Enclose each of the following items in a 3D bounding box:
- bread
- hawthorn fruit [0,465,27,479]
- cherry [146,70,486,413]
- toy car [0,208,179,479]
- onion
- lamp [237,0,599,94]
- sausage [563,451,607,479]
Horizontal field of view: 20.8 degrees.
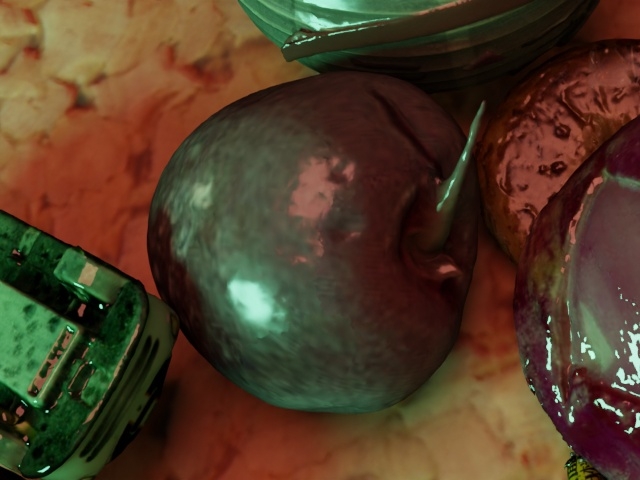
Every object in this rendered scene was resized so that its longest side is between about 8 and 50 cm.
[{"bbox_3d":[0.192,-0.045,1.119,0.193,0.064,0.193,-5,69,13],"label":"bread"},{"bbox_3d":[-0.242,0.254,1.048,0.189,0.189,0.251,-6,82,14],"label":"hawthorn fruit"},{"bbox_3d":[0.000,0.000,1.081,0.266,0.183,0.213,2,75,46],"label":"cherry"},{"bbox_3d":[-0.194,0.065,1.139,0.306,0.125,0.136,21,80,51],"label":"toy car"},{"bbox_3d":[0.234,0.032,1.005,0.247,0.111,0.250,-31,78,1],"label":"onion"},{"bbox_3d":[0.064,-0.204,1.134,0.265,0.233,0.233,-12,61,10],"label":"lamp"},{"bbox_3d":[0.165,0.208,1.013,0.028,0.025,0.198,-2,58,0],"label":"sausage"}]
